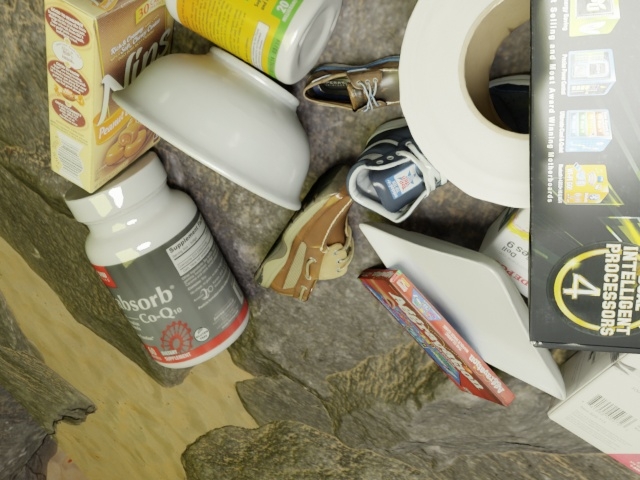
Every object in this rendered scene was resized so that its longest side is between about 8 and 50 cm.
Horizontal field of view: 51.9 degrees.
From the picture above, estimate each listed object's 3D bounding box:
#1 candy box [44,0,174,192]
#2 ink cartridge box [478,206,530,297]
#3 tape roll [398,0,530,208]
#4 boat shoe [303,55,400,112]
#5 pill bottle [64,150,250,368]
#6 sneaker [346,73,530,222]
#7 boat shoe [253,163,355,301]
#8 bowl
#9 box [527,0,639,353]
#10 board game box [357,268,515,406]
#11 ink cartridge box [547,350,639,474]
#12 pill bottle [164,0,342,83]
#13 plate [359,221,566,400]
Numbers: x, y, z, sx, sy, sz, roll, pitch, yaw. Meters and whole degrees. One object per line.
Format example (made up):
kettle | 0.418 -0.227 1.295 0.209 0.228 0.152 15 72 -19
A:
candy box | -0.315 -0.244 0.991 0.088 0.183 0.316 30 136 7
ink cartridge box | 0.324 -0.013 0.839 0.154 0.093 0.212 35 138 2
tape roll | 0.228 -0.173 0.667 0.286 0.100 0.286 2 94 30
boat shoe | 0.061 -0.198 0.871 0.183 0.066 0.066 3 127 31
pill bottle | -0.291 0.036 1.194 0.210 0.210 0.362 -4 123 35
sneaker | 0.158 -0.109 0.821 0.282 0.153 0.099 -12 118 39
boat shoe | 0.000 0.000 1.054 0.120 0.122 0.324 34 145 -3
bowl | -0.122 -0.174 0.913 0.298 0.298 0.134 33 97 5
box | 0.322 -0.084 0.499 0.319 0.097 0.394 1 121 17
board game box | 0.183 0.154 1.070 0.281 0.027 0.145 47 165 -10
ink cartridge box | 0.484 0.195 0.892 0.207 0.117 0.283 33 137 6
pill bottle | -0.109 -0.314 0.833 0.246 0.136 0.136 31 136 7
plate | 0.208 0.084 0.946 0.278 0.045 0.277 22 154 55
